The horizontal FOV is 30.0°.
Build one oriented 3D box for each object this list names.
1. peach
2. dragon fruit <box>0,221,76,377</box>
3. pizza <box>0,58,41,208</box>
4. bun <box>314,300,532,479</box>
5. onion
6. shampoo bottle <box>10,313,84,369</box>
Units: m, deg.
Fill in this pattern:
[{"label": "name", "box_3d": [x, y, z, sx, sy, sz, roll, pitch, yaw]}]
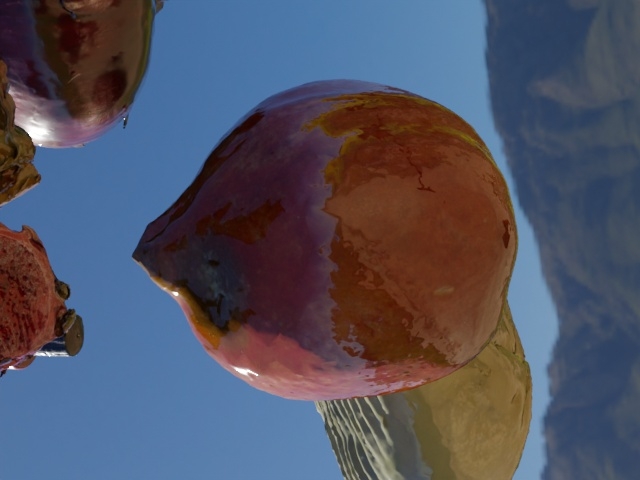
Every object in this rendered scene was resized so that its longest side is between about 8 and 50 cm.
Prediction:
[{"label": "peach", "box_3d": [0.000, 0.000, 0.829, 0.232, 0.256, 0.233, -174, 90, -75]}, {"label": "dragon fruit", "box_3d": [-0.402, 0.059, 1.407, 0.282, 0.147, 0.211, 1, -109, -49]}, {"label": "pizza", "box_3d": [-0.235, -0.097, 0.664, 0.201, 0.053, 0.193, -10, -74, -48]}, {"label": "bun", "box_3d": [0.100, 0.129, 1.219, 0.362, 0.234, 0.326, 85, 166, -61]}, {"label": "onion", "box_3d": [-0.239, -0.234, 1.084, 0.314, 0.232, 0.314, 173, 90, -68]}, {"label": "shampoo bottle", "box_3d": [-0.466, 0.128, 1.676, 0.104, 0.278, 0.104, 1, -90, -75]}]
